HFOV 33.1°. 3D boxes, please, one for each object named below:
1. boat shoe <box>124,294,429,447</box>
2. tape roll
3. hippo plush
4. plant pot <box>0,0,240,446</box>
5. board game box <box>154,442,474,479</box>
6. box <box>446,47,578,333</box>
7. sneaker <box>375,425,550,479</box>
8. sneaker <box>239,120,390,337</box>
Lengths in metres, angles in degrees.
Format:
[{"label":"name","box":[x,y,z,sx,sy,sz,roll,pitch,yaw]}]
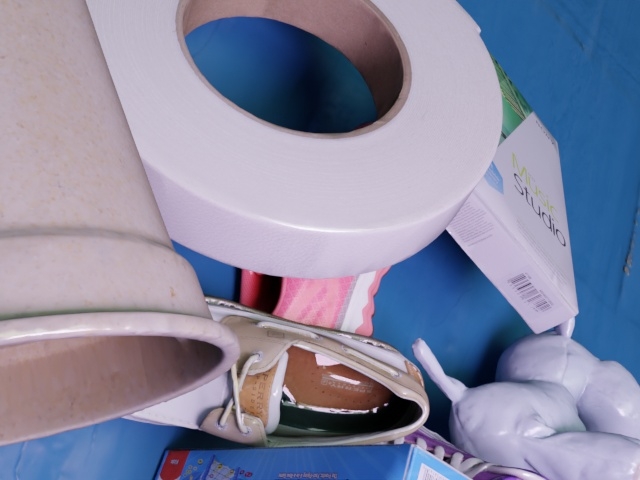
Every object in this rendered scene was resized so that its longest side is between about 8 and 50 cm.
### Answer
[{"label":"boat shoe","box":[-0.055,0.111,0.882,0.302,0.103,0.113,4,97,-16]},{"label":"tape roll","box":[-0.029,-0.146,0.927,0.392,0.072,0.392,11,52,-14]},{"label":"hippo plush","box":[0.225,0.216,1.150,0.294,0.234,0.236,28,30,12]},{"label":"plant pot","box":[-0.245,-0.038,0.692,0.334,0.334,0.305,1,70,-42]},{"label":"board game box","box":[0.057,0.267,0.879,0.308,0.302,0.086,36,59,-31]},{"label":"box","box":[0.186,-0.086,1.162,0.232,0.058,0.322,46,29,-26]},{"label":"sneaker","box":[0.107,0.209,0.966,0.282,0.161,0.102,24,68,4]},{"label":"sneaker","box":[0.000,0.000,1.016,0.136,0.116,0.314,34,60,-30]}]
